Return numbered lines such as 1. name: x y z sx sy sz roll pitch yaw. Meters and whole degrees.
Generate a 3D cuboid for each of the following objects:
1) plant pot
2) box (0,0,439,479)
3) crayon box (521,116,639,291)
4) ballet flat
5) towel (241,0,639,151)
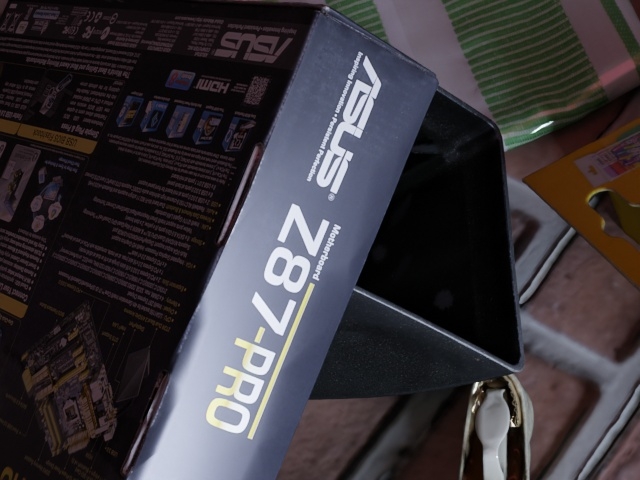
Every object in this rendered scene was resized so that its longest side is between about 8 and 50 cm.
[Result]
1. plant pot: 0.000 0.000 1.009 0.167 0.188 0.187 -29 49 37
2. box: -0.133 0.014 0.935 0.395 0.097 0.318 15 79 55
3. crayon box: 0.312 -0.046 0.979 0.323 0.083 0.203 -28 30 -4
4. ballet flat: 0.101 0.153 0.972 0.057 0.052 0.168 -3 59 10
5. towel: 0.059 -0.149 1.180 0.324 0.038 0.248 -20 57 1
